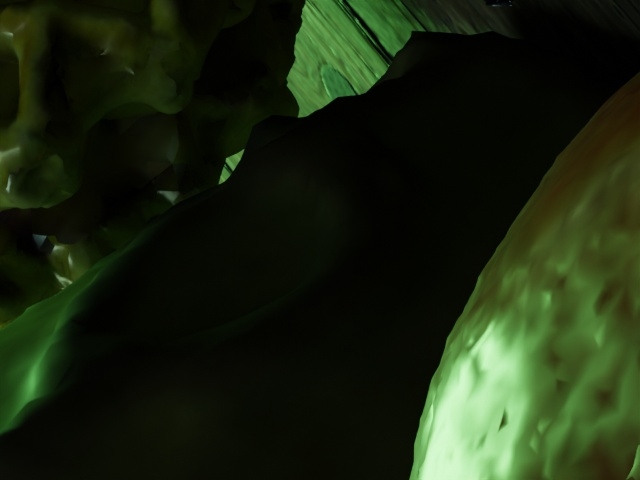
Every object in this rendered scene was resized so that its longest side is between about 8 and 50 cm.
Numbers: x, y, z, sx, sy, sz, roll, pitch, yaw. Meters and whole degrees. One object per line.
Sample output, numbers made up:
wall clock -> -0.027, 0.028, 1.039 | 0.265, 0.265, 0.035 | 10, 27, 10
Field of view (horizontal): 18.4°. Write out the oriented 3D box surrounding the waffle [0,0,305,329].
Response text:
waffle -> -0.153, -0.125, 0.876 | 0.324, 0.261, 0.151 | 49, 170, 29

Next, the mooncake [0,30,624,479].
mooncake -> -0.020, 0.109, 0.699 | 0.393, 0.394, 0.246 | -7, 123, 36

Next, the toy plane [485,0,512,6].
toy plane -> 0.072, -0.119, 0.632 | 0.197, 0.053, 0.078 | 27, 138, 65

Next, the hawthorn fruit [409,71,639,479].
hawthorn fruit -> 0.150, 0.064, 0.391 | 0.295, 0.295, 0.311 | 43, 138, 35
